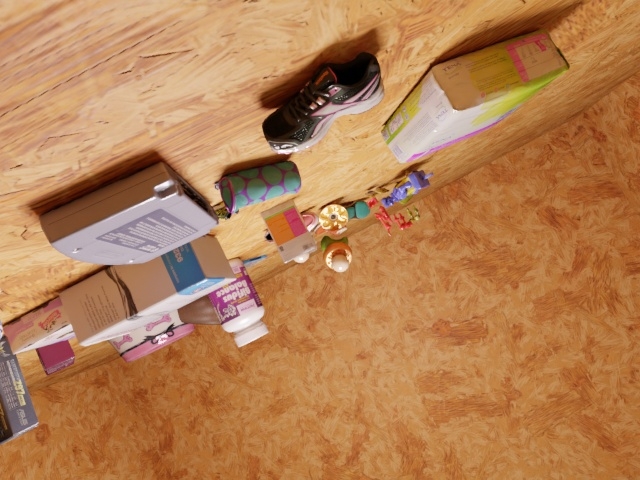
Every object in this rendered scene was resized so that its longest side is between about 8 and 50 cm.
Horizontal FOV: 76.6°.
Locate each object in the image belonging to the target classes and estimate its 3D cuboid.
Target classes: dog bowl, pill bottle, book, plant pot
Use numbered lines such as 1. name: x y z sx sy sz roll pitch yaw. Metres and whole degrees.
1. dog bowl: -0.805 0.450 1.979 0.407 0.150 0.408 -27 174 -3
2. pill bottle: -0.313 0.233 1.514 0.169 0.302 0.169 -27 174 -3
3. book: -0.083 -0.025 1.065 0.096 0.144 0.035 -26 174 -5
4. plant pot: -0.487 0.276 1.743 0.230 0.216 0.215 -12 172 -7

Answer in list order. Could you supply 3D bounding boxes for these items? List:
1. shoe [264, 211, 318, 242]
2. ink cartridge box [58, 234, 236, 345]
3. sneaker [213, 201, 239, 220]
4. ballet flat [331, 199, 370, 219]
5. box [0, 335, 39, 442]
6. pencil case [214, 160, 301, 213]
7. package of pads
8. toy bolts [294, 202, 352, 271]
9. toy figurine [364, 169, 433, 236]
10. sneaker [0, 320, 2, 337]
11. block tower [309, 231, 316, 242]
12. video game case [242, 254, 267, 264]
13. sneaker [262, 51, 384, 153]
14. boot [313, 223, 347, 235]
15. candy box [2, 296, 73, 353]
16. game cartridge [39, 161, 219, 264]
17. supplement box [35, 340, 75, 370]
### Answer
1. shoe: -0.093 -0.039 1.292 0.178 0.064 0.081 -24 180 15
2. ink cartridge box: -0.385 0.105 0.946 0.307 0.129 0.223 -27 174 1
3. sneaker: -0.204 -0.054 0.824 0.083 0.035 0.031 -28 173 12
4. ballet flat: 0.115 -0.117 1.590 0.073 0.080 0.232 3 -170 34
5. box: -0.782 0.370 0.986 0.183 0.233 0.059 -31 170 32
6. pencil case: -0.107 -0.098 0.729 0.151 0.064 0.070 -22 156 -35
7. package of pads: 0.294 -0.274 0.790 0.296 0.101 0.229 -25 174 -19
8. toy bolts: 0.000 0.000 1.362 0.228 0.218 0.158 0 -150 -7
9. toy figurine: 0.356 -0.178 1.528 0.217 0.191 0.362 -37 170 36
10. sneaker: -0.617 0.155 0.708 0.053 0.059 0.144 -25 173 0
11. block tower: -0.072 0.005 1.635 0.097 0.091 0.335 -26 175 -5
12. video game case: -0.322 0.105 1.766 0.119 0.015 0.166 -30 173 29
13. sneaker: -0.001 -0.185 0.517 0.178 0.072 0.077 -34 163 -4
14. boot: 0.040 -0.048 1.709 0.158 0.085 0.059 -29 176 32
15. candy box: -0.609 0.190 0.981 0.164 0.070 0.196 -27 175 3
16. game cartridge: -0.284 -0.026 0.646 0.196 0.060 0.294 -30 174 -6
17. supplement box: -0.801 0.334 1.219 0.080 0.104 0.188 -23 173 -37
